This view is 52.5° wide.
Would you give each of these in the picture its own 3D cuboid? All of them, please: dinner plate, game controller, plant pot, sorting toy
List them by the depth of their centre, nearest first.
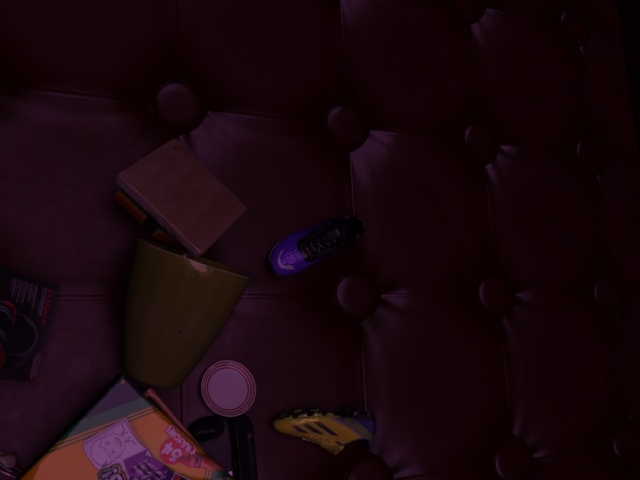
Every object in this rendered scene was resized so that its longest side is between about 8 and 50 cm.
[{"bbox_3d":[-0.337,0.177,1.494,0.274,0.274,0.294,20,87,-21],"label":"plant pot"},{"bbox_3d":[-0.231,0.584,1.562,0.166,0.067,0.319,-5,81,-12],"label":"game controller"},{"bbox_3d":[-0.343,-0.090,1.571,0.255,0.089,0.257,44,32,-6],"label":"sorting toy"},{"bbox_3d":[-0.229,0.367,1.609,0.141,0.017,0.141,13,59,-22],"label":"dinner plate"}]

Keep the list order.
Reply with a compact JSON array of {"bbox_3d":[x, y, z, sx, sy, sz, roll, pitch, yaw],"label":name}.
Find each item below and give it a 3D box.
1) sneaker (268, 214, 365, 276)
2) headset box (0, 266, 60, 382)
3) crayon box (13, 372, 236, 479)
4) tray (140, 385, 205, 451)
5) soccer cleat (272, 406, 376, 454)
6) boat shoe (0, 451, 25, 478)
[{"bbox_3d":[0.000,-0.001,1.734,0.293,0.146,0.102,-27,92,-28],"label":"sneaker"},{"bbox_3d":[-0.672,0.167,1.324,0.110,0.293,0.218,4,75,19],"label":"headset box"},{"bbox_3d":[-0.400,0.517,1.353,0.363,0.106,0.313,46,70,-10],"label":"crayon box"},{"bbox_3d":[-0.473,0.536,1.419,0.411,0.076,0.203,-41,98,-20],"label":"tray"},{"bbox_3d":[0.015,0.494,1.673,0.289,0.093,0.121,7,83,-24],"label":"soccer cleat"},{"bbox_3d":[-0.670,0.467,1.374,0.137,0.049,0.043,31,66,-12],"label":"boat shoe"}]
